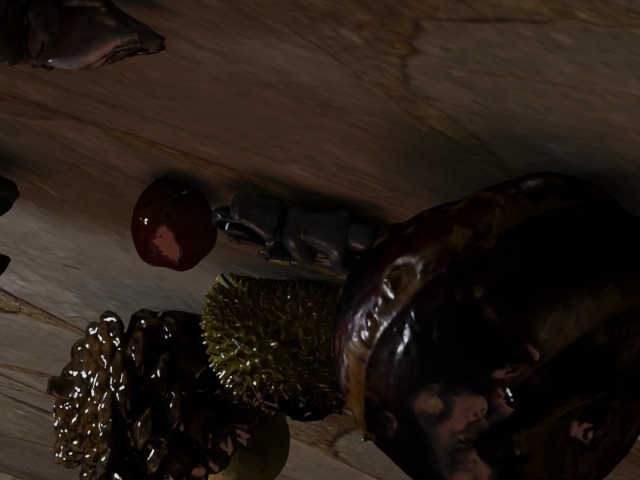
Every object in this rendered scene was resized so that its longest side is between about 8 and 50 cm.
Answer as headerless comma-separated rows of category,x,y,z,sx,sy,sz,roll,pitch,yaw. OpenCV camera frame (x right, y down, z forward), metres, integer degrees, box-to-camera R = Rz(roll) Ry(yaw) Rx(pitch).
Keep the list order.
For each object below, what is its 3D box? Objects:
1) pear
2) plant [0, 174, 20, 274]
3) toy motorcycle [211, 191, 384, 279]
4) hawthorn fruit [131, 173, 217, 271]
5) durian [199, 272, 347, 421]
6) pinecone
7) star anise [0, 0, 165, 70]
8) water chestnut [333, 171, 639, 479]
pear,-0.120,0.259,2.236,0.167,0.167,0.136,20,136,-13
plant,-0.439,-0.005,1.653,0.276,0.188,0.199,8,180,35
toy motorcycle,0.000,0.000,1.548,0.193,0.061,0.124,21,162,-23
hawthorn fruit,-0.135,-0.021,1.587,0.081,0.081,0.093,12,132,11
durian,-0.011,0.122,1.792,0.237,0.137,0.193,3,158,31
pinecone,-0.191,0.185,2.003,0.257,0.243,0.243,-12,166,-13
star anise,-0.212,-0.154,1.226,0.195,0.065,0.182,-1,-175,-26
water chestnut,0.140,0.067,1.382,0.300,0.300,0.300,14,162,5
